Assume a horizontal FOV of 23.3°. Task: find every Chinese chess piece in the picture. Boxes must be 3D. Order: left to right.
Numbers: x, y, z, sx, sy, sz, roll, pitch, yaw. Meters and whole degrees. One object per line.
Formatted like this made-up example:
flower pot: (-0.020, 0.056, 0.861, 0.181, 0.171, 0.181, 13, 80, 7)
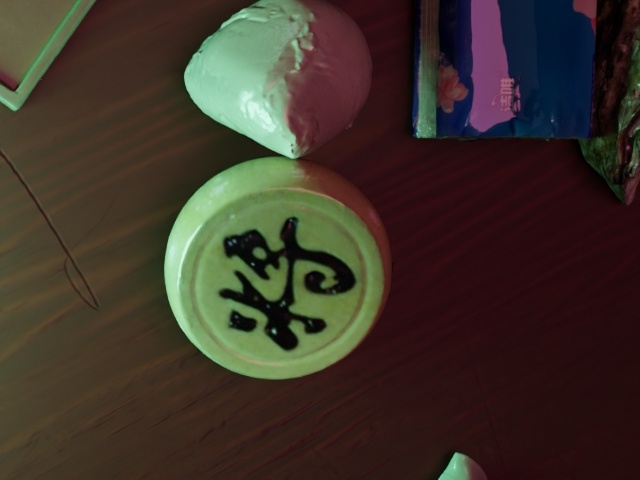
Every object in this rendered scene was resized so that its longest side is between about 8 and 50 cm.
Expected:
Chinese chess piece: (-0.047, 0.031, 1.750, 0.257, 0.104, 0.257, -3, 112, -6)

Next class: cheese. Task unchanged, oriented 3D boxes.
cheese: (-0.034, -0.187, 1.741, 0.189, 0.198, 0.154, -48, 137, -12)

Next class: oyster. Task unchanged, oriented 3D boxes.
oyster: (0.403, -0.208, 1.923, 0.158, 0.162, 0.350, 9, 109, -7)

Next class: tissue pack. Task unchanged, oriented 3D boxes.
tissue pack: (0.223, -0.251, 1.857, 0.209, 0.137, 0.269, 1, 94, -19)

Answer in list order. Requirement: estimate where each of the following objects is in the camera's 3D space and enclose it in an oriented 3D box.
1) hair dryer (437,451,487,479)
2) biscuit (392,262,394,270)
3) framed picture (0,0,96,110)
hair dryer: (0.180, 0.412, 1.934, 0.206, 0.075, 0.237, -49, 115, -18)
biscuit: (0.000, 0.000, 1.836, 0.188, 0.052, 0.056, 33, 77, -19)
framed picture: (-0.417, -0.396, 1.667, 0.446, 0.028, 0.326, 37, 81, -19)
